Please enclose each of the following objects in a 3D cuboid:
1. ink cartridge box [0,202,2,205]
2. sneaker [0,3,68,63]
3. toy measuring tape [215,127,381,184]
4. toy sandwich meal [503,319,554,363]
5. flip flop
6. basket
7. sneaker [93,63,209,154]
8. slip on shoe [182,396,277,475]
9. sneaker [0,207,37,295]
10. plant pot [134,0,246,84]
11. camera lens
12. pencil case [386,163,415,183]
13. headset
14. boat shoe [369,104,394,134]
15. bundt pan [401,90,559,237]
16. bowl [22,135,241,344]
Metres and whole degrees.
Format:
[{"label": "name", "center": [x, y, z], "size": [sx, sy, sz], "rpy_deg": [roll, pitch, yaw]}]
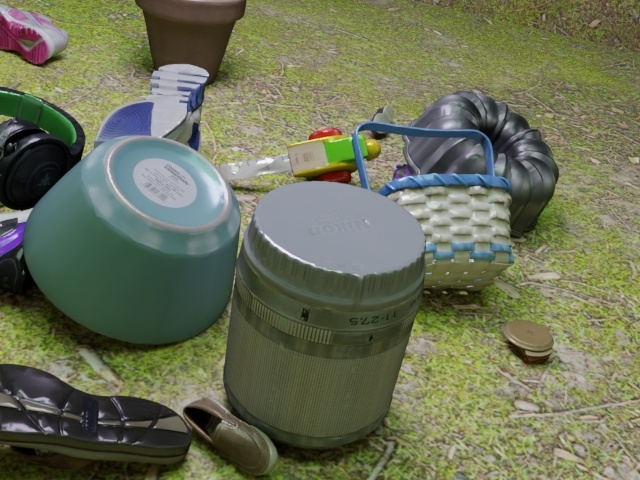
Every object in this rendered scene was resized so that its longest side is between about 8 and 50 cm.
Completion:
[{"label": "ink cartridge box", "center": [-0.591, -0.110, 1.212], "size": [0.139, 0.082, 0.190], "rpy_deg": [32, 37, 29]}, {"label": "sneaker", "center": [-0.716, -0.507, 1.793], "size": [0.252, 0.103, 0.111], "rpy_deg": [32, 33, 19]}, {"label": "toy measuring tape", "center": [-0.043, -0.147, 1.444], "size": [0.330, 0.121, 0.121], "rpy_deg": [-12, 35, -3]}, {"label": "toy sandwich meal", "center": [0.320, 0.154, 1.129], "size": [0.085, 0.029, 0.085], "rpy_deg": [6, 28, -3]}, {"label": "flip flop", "center": [-0.284, 0.212, 0.817], "size": [0.277, 0.080, 0.112], "rpy_deg": [17, 24, -20]}, {"label": "basket", "center": [0.185, -0.064, 1.223], "size": [0.255, 0.201, 0.289], "rpy_deg": [2, 70, -15]}, {"label": "sneaker", "center": [-0.278, -0.177, 1.327], "size": [0.127, 0.182, 0.315], "rpy_deg": [9, 36, 9]}, {"label": "slip on shoe", "center": [-0.107, 0.226, 0.852], "size": [0.135, 0.051, 0.041], "rpy_deg": [33, 10, 36]}, {"label": "sneaker", "center": [-0.372, 0.001, 1.104], "size": [0.146, 0.102, 0.293], "rpy_deg": [33, 41, 20]}, {"label": "plant pot", "center": [-0.319, -0.507, 1.780], "size": [0.263, 0.229, 0.263], "rpy_deg": [7, 33, -5]}, {"label": "camera lens", "center": [0.000, 0.094, 0.891], "size": [0.219, 0.274, 0.219], "rpy_deg": [8, 32, -5]}, {"label": "pencil case", "center": [0.227, -0.137, 1.512], "size": [0.088, 0.086, 0.206], "rpy_deg": [-10, 10, 45]}, {"label": "headset", "center": [-0.495, -0.155, 1.087], "size": [0.243, 0.185, 0.394], "rpy_deg": [21, 30, -8]}, {"label": "boat shoe", "center": [0.138, -0.282, 1.745], "size": [0.043, 0.049, 0.137], "rpy_deg": [-23, 21, 30]}, {"label": "bundt pan", "center": [0.333, -0.169, 1.449], "size": [0.331, 0.124, 0.331], "rpy_deg": [19, 43, -19]}, {"label": "bowl", "center": [-0.236, -0.027, 1.026], "size": [0.311, 0.163, 0.311], "rpy_deg": [21, 41, -19]}]
